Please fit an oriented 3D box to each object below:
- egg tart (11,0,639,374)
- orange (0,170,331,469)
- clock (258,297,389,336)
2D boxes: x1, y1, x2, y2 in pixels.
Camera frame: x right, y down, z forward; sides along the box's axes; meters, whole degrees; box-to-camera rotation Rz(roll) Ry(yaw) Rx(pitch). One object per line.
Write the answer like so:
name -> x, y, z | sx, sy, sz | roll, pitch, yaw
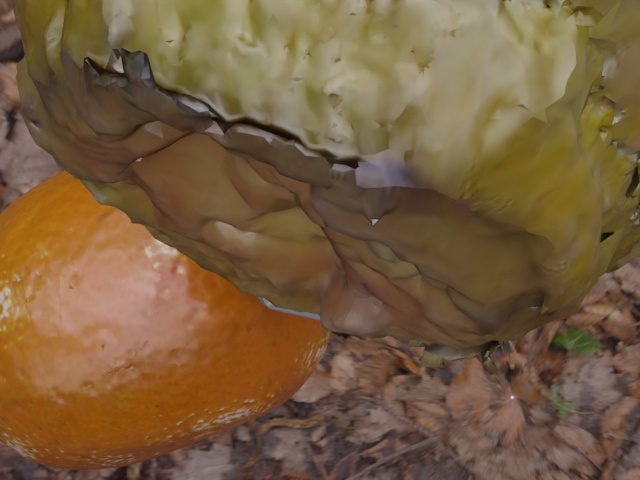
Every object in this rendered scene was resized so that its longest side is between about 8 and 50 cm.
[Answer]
egg tart -> 0.008, -0.054, 0.428 | 0.352, 0.352, 0.150 | 19, 70, 11
orange -> -0.194, 0.068, 1.285 | 0.424, 0.424, 0.326 | -20, 80, 6
clock -> 0.000, 0.000, 1.011 | 0.192, 0.147, 0.071 | 9, 45, 49
